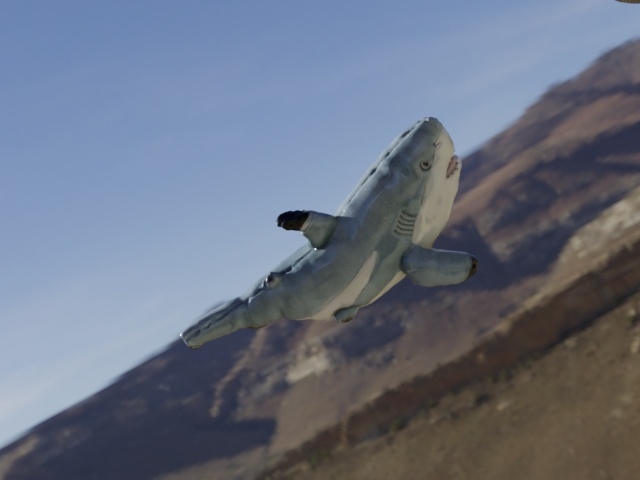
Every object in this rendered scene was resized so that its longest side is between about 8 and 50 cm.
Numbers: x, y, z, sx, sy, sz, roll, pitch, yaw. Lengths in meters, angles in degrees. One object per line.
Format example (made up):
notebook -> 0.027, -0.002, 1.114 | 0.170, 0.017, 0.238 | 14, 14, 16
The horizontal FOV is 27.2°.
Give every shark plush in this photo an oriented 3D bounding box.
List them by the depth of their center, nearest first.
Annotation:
shark plush -> 0.000, 0.000, 0.661 | 0.161, 0.073, 0.067 | -25, -47, 10

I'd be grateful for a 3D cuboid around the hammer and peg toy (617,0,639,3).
hammer and peg toy -> 0.120, -0.163, 0.385 | 0.266, 0.127, 0.361 | -1, 0, 36
